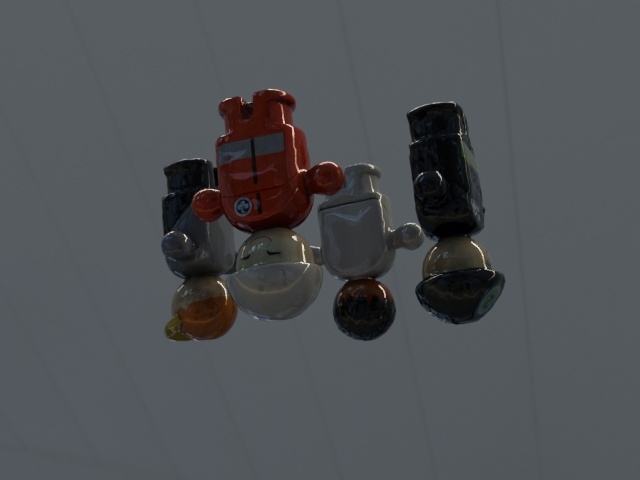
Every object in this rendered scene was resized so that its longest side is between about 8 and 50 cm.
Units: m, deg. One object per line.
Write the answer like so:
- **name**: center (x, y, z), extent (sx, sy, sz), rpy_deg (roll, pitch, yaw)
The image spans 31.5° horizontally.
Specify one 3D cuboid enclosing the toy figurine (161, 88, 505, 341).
- **toy figurine**: center (0.000, 0.000, 0.790), extent (0.213, 0.148, 0.209), rpy_deg (1, -16, -28)
